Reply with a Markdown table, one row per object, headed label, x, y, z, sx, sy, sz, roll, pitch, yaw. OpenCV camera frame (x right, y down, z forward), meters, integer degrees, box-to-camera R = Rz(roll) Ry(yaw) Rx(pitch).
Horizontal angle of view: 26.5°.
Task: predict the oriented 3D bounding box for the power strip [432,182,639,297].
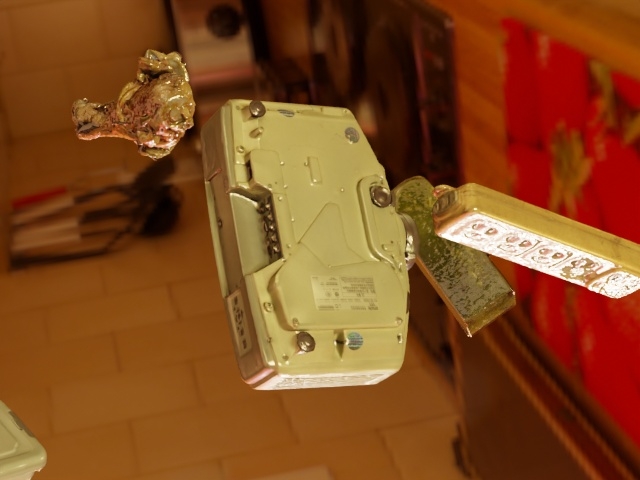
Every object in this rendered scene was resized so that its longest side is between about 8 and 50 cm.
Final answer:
| label | x | y | z | sx | sy | sz | roll | pitch | yaw |
| --- | --- | --- | --- | --- | --- | --- | --- | --- | --- |
| power strip | 0.237 | 0.004 | 1.395 | 0.064 | 0.305 | 0.044 | -35 | 48 | 45 |

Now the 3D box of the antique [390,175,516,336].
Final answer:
| label | x | y | z | sx | sy | sz | roll | pitch | yaw |
| --- | --- | --- | --- | --- | --- | --- | --- | --- | --- |
| antique | 0.166 | 0.015 | 1.827 | 0.221 | 0.080 | 0.081 | 54 | 177 | 20 |

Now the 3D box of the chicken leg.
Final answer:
| label | x | y | z | sx | sy | sz | roll | pitch | yaw |
| --- | --- | --- | --- | --- | --- | --- | --- | --- | --- |
| chicken leg | -0.230 | -0.160 | 1.720 | 0.196 | 0.080 | 0.125 | -28 | 82 | 39 |

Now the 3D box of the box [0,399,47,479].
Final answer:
| label | x | y | z | sx | sy | sz | roll | pitch | yaw |
| --- | --- | --- | --- | --- | --- | --- | --- | --- | --- |
| box | -0.388 | 0.244 | 1.421 | 0.124 | 0.172 | 0.093 | 39 | 122 | 34 |

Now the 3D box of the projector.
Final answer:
| label | x | y | z | sx | sy | sz | roll | pitch | yaw |
| --- | --- | --- | --- | --- | --- | --- | --- | --- | --- |
| projector | 0.000 | 0.000 | 1.270 | 0.088 | 0.193 | 0.269 | -36 | 59 | 52 |
